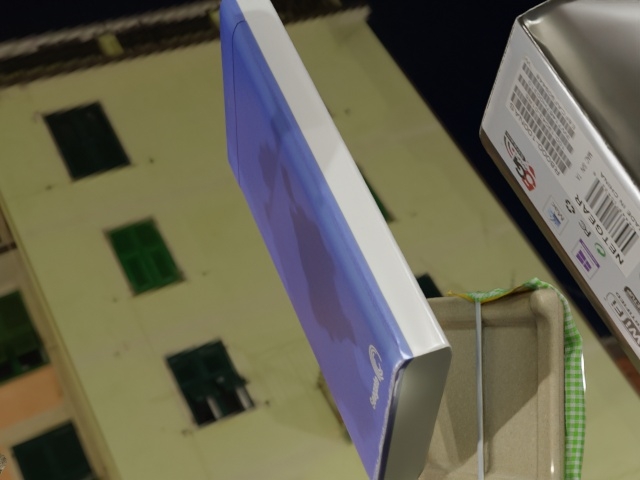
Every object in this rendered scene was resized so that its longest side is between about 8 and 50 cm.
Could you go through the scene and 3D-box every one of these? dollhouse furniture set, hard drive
[{"bbox_3d":[0.166,0.184,0.892,0.151,0.301,0.197,3,-6,-26],"label":"dollhouse furniture set"},{"bbox_3d":[0.000,0.000,0.884,0.040,0.318,0.210,-18,-31,-13],"label":"hard drive"}]

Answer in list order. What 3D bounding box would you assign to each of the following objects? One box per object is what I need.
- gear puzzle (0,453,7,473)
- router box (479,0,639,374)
[{"bbox_3d":[-0.395,0.137,0.840,0.339,0.175,0.044,23,-82,-8],"label":"gear puzzle"},{"bbox_3d":[0.230,0.020,0.341,0.243,0.308,0.081,-28,-17,-10],"label":"router box"}]
